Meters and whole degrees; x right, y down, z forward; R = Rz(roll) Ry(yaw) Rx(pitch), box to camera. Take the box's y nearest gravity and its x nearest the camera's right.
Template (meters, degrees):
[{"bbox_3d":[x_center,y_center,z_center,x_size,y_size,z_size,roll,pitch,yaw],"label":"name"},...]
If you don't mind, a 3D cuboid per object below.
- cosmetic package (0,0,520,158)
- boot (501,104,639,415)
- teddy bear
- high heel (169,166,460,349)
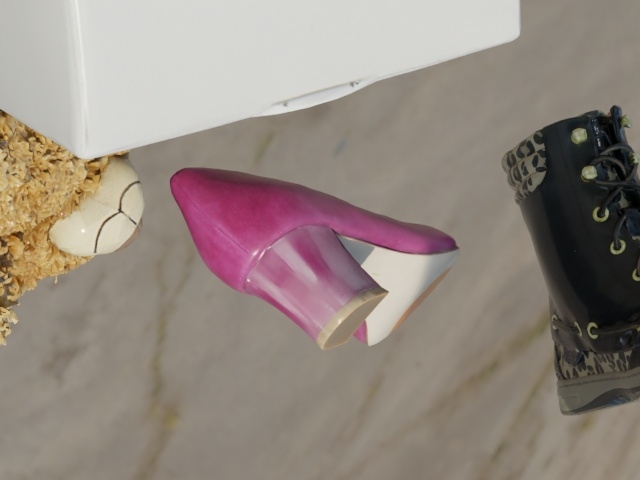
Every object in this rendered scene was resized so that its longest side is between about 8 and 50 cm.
[{"bbox_3d":[-0.050,-0.247,0.734,0.217,0.156,0.385,-16,118,-30],"label":"cosmetic package"},{"bbox_3d":[0.191,0.001,1.148,0.085,0.179,0.236,-11,170,-26],"label":"boot"},{"bbox_3d":[-0.188,-0.061,1.153,0.338,0.113,0.245,74,22,-53],"label":"teddy bear"},{"bbox_3d":[0.000,0.000,1.065,0.082,0.117,0.244,-50,169,19],"label":"high heel"}]
